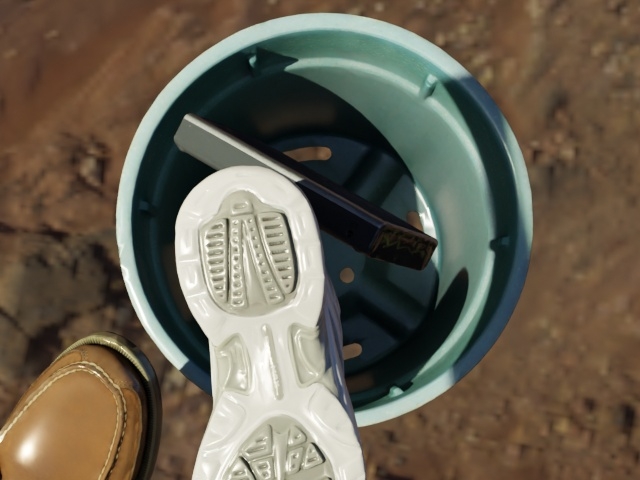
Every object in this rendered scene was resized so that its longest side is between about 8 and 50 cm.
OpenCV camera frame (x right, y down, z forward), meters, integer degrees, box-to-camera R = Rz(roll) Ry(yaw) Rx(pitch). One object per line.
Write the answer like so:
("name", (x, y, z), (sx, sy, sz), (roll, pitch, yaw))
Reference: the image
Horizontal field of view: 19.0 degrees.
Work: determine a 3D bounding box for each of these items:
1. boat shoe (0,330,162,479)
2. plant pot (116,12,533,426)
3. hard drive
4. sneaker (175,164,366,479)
("boat shoe", (-0.214, 0.202, 1.383), (0.307, 0.110, 0.104), (-60, 166, 28))
("plant pot", (0.000, 0.000, 1.718), (0.341, 0.334, 0.341), (0, 84, -1))
("hard drive", (-0.008, -0.027, 1.072), (0.022, 0.135, 0.094), (-63, 158, 5))
("sneaker", (-0.016, 0.078, 0.983), (0.090, 0.115, 0.232), (-2, 90, 9))
